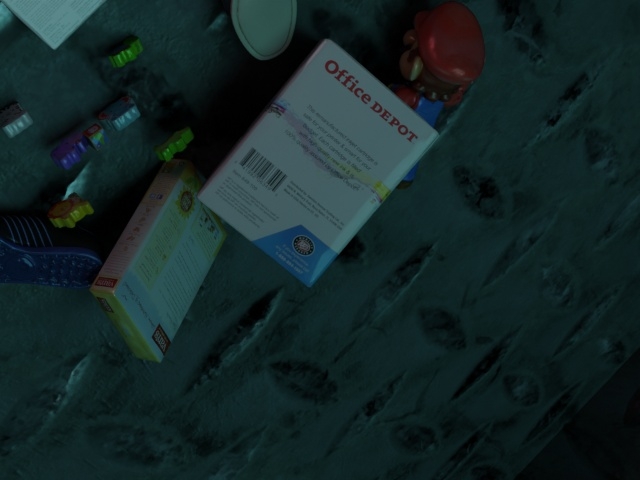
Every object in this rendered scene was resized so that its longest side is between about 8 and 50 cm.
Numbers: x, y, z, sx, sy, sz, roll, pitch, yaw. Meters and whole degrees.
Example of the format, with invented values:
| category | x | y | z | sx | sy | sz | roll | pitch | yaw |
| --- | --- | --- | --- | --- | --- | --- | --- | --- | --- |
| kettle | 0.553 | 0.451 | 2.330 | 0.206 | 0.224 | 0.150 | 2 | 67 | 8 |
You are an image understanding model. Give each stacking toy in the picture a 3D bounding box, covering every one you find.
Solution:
| category | x | y | z | sx | sy | sz | roll | pitch | yaw |
| --- | --- | --- | --- | --- | --- | --- | --- | --- | --- |
| stacking toy | -0.287 | -0.140 | 1.194 | 0.221 | 0.052 | 0.167 | -38 | 131 | -17 |

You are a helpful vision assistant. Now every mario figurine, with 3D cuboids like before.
| category | x | y | z | sx | sy | sz | roll | pitch | yaw |
| --- | --- | --- | --- | --- | --- | --- | --- | --- | --- |
| mario figurine | 0.141 | -0.239 | 1.466 | 0.320 | 0.170 | 0.198 | -62 | 175 | 36 |

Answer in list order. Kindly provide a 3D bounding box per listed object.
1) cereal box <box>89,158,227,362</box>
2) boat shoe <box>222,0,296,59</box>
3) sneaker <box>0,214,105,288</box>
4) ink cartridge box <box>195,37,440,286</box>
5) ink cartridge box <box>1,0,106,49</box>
| category | x | y | z | sx | sy | sz | roll | pitch | yaw |
| --- | --- | --- | --- | --- | --- | --- | --- | --- | --- |
| cereal box | -0.221 | 0.027 | 1.312 | 0.173 | 0.047 | 0.240 | 71 | 36 | -48 |
| boat shoe | -0.102 | -0.342 | 1.166 | 0.095 | 0.079 | 0.254 | -35 | 137 | -8 |
| sneaker | -0.399 | 0.004 | 1.221 | 0.232 | 0.090 | 0.081 | 14 | 117 | -23 |
| ink cartridge box | -0.007 | -0.115 | 1.296 | 0.198 | 0.197 | 0.270 | 40 | 96 | -9 |
| ink cartridge box | -0.315 | -0.326 | 1.042 | 0.145 | 0.045 | 0.179 | -44 | 123 | 0 |
